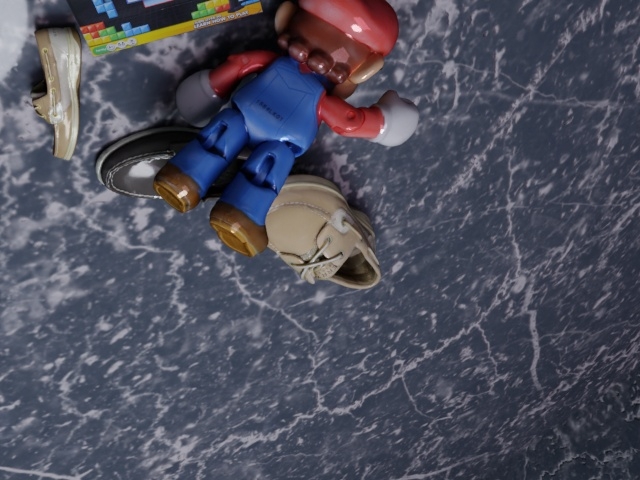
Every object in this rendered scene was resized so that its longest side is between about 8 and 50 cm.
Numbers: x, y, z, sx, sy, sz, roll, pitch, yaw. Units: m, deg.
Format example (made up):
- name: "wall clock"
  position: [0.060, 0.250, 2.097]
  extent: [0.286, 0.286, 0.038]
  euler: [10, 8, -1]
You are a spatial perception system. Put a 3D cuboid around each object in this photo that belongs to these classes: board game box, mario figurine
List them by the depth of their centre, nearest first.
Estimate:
- name: "board game box"
  position: [-0.148, -0.251, 0.634]
  extent: [0.170, 0.048, 0.141]
  euler: [-16, 147, -2]
- name: "mario figurine"
  position: [-0.027, -0.136, 0.769]
  extent: [0.198, 0.170, 0.321]
  euler: [45, 75, -29]

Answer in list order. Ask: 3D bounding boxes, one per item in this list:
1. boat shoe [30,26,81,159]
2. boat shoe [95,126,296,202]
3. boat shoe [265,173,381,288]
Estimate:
- name: "boat shoe"
  position: [-0.263, -0.144, 0.702]
  extent: [0.045, 0.050, 0.136]
  euler: [-3, 119, -27]
- name: "boat shoe"
  position: [-0.138, -0.083, 0.820]
  extent: [0.227, 0.069, 0.081]
  euler: [-10, 133, -26]
- name: "boat shoe"
  position: [0.000, 0.000, 0.910]
  extent: [0.109, 0.098, 0.302]
  euler: [-28, 157, 18]
